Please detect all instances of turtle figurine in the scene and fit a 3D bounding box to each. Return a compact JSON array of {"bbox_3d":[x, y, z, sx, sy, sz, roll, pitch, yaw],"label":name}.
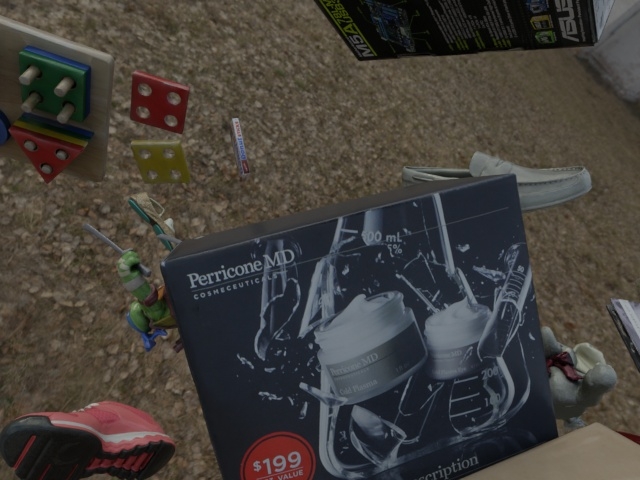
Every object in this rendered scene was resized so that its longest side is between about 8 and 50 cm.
[{"bbox_3d":[-0.226,0.026,0.722,0.198,0.266,0.274,52,22,-57],"label":"turtle figurine"}]

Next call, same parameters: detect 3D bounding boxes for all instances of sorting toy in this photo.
[{"bbox_3d":[-0.245,-0.106,0.366,0.275,0.132,0.046,16,43,-17],"label":"sorting toy"}]

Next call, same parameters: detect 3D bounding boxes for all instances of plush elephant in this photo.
[{"bbox_3d":[0.721,0.391,1.327,0.330,0.272,0.255,55,31,-35],"label":"plush elephant"}]

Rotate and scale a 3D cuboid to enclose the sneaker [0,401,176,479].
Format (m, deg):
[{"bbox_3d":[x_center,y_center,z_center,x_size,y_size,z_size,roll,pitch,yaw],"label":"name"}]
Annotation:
[{"bbox_3d":[-0.420,0.354,0.790,0.136,0.116,0.314,36,-2,43],"label":"sneaker"}]

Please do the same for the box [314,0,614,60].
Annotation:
[{"bbox_3d":[0.054,-0.184,0.250,0.191,0.184,0.045,32,81,-48],"label":"box"}]

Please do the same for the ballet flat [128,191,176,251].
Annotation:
[{"bbox_3d":[-0.490,-0.062,1.320,0.067,0.073,0.206,-44,108,-32],"label":"ballet flat"}]

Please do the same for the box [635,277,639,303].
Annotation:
[{"bbox_3d":[0.614,0.152,0.731,0.322,0.059,0.232,30,58,-61],"label":"box"}]

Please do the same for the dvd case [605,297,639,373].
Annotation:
[{"bbox_3d":[0.461,0.148,0.487,0.221,0.018,0.164,10,41,0],"label":"dvd case"}]

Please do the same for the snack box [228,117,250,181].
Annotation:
[{"bbox_3d":[-0.245,-0.272,1.313,0.022,0.064,0.178,-9,80,-24],"label":"snack box"}]

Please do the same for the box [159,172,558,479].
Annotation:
[{"bbox_3d":[0.043,0.116,0.485,0.343,0.179,0.312,-15,98,-11],"label":"box"}]

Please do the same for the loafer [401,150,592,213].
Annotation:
[{"bbox_3d":[0.294,-0.104,0.774,0.112,0.320,0.111,-36,118,-58],"label":"loafer"}]

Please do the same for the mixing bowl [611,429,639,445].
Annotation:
[{"bbox_3d":[0.456,0.342,0.589,0.181,0.181,0.098,34,66,-15],"label":"mixing bowl"}]

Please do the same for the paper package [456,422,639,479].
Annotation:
[{"bbox_3d":[0.234,0.308,0.283,0.310,0.325,0.168,-6,101,-23],"label":"paper package"}]
